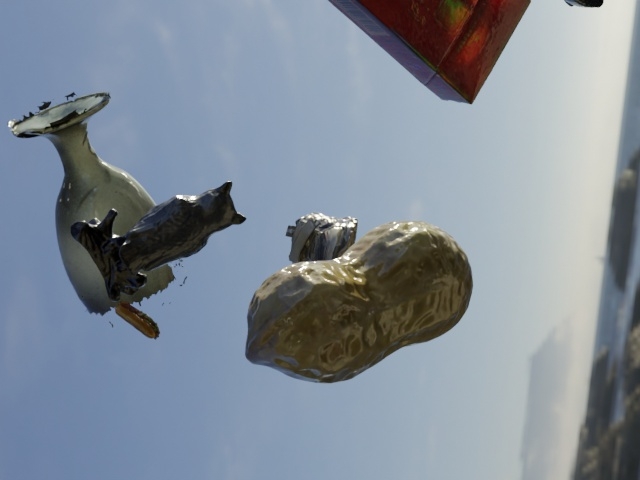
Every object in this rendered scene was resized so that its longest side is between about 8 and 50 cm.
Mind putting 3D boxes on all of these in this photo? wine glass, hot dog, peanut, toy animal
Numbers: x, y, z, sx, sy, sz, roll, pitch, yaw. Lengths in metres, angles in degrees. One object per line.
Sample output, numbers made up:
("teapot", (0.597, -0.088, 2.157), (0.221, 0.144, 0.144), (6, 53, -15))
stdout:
("wine glass", (-0.358, -0.057, 2.166), (0.190, 0.190, 0.357), (-59, -50, -62))
("hot dog", (-0.282, 0.122, 2.078), (0.021, 0.083, 0.037), (-53, 4, 27))
("peanut", (0.041, 0.053, 1.224), (0.298, 0.120, 0.136), (-20, -35, -48))
("toy animal", (-0.204, -0.015, 1.728), (0.121, 0.210, 0.117), (62, -175, -5))

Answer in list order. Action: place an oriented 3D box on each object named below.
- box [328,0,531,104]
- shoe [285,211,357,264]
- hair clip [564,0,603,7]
("box", (0.157, -0.371, 2.002), (0.313, 0.089, 0.197), (36, -102, -35))
("shoe", (0.000, 0.000, 1.903), (0.180, 0.092, 0.089), (-108, 28, -79))
("hair clip", (0.329, -0.454, 1.659), (0.310, 0.194, 0.206), (61, -145, -14))
